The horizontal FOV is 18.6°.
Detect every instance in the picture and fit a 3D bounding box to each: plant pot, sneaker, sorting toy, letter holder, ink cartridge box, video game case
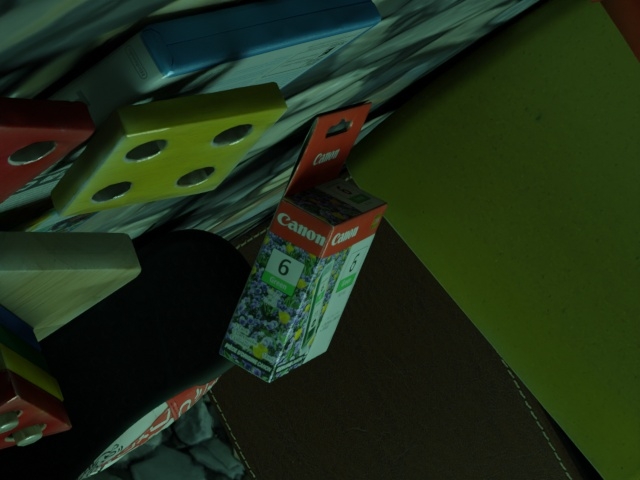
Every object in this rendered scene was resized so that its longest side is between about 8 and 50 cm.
[{"bbox_3d":[0.182,-0.042,0.906,0.212,0.212,0.187,-26,163,-49],"label":"plant pot"},{"bbox_3d":[-0.154,0.093,0.867,0.270,0.090,0.145,-31,175,-35],"label":"sneaker"},{"bbox_3d":[-0.122,0.043,0.511,0.274,0.046,0.132,-32,162,30],"label":"sorting toy"},{"bbox_3d":[0.077,0.102,1.164,0.214,0.302,0.152,-32,176,35],"label":"letter holder"},{"bbox_3d":[0.000,0.000,0.839,0.063,0.029,0.115,-24,140,-64],"label":"ink cartridge box"},{"bbox_3d":[-0.073,-0.019,0.543,0.166,0.015,0.119,-32,177,29],"label":"video game case"}]

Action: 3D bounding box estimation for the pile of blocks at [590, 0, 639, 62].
[{"bbox_3d":[0.137,-0.064,0.520,0.112,0.149,0.362,-31,177,20],"label":"pile of blocks"}]
